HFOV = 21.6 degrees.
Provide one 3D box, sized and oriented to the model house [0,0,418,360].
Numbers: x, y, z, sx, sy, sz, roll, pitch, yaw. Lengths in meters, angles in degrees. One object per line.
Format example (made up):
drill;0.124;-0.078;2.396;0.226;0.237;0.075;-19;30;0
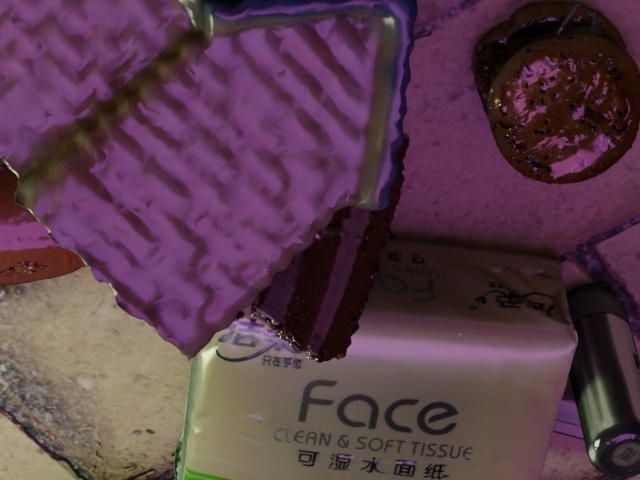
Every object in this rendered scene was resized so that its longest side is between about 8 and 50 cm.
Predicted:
model house;-0.125;-0.212;1.527;0.400;0.395;0.445;-42;105;12

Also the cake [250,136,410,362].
cake;0.000;0.000;1.719;0.116;0.295;0.113;32;136;-16

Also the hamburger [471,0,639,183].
hamburger;0.241;-0.152;1.697;0.177;0.113;0.185;7;126;-5

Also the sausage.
sausage;-0.345;-0.027;1.756;0.280;0.152;0.152;-6;126;1

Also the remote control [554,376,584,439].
remote control;0.383;0.200;1.961;0.277;0.103;0.055;15;123;-12

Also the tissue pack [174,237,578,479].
tissue pack;0.051;0.168;1.870;0.405;0.205;0.331;5;122;-6

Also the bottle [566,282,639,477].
bottle;0.311;0.152;1.831;0.080;0.253;0.096;-6;128;1
